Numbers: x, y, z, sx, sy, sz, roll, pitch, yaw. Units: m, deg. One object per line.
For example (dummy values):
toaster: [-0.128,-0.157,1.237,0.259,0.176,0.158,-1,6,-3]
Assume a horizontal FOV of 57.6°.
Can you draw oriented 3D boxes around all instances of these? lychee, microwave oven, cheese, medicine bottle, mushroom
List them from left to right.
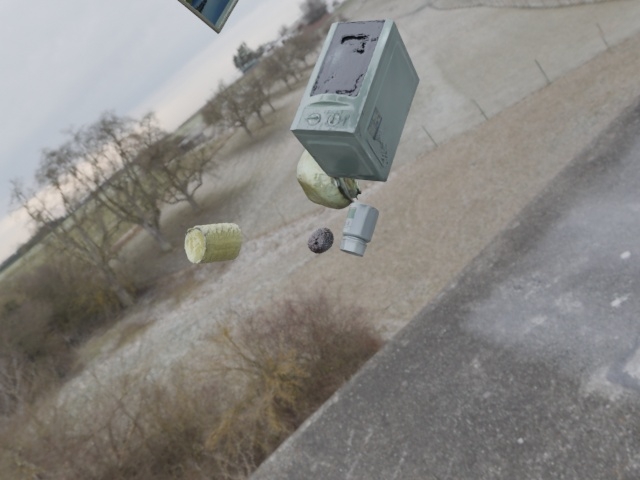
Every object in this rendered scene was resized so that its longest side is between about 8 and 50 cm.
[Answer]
cheese: [-0.325,0.008,1.776,0.094,0.123,0.167,15,12,32]
lychee: [0.000,0.000,1.528,0.067,0.068,0.083,7,18,38]
mushroom: [0.007,-0.206,1.802,0.164,0.189,0.267,-24,58,24]
microwave oven: [0.080,-0.316,1.337,0.181,0.237,0.295,9,70,30]
medicine bottle: [0.099,-0.028,1.529,0.080,0.080,0.130,1,71,67]

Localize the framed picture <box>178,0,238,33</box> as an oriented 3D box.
framed picture: [-0.225,-0.526,1.228,0.011,0.109,0.149,-7,54,56]
